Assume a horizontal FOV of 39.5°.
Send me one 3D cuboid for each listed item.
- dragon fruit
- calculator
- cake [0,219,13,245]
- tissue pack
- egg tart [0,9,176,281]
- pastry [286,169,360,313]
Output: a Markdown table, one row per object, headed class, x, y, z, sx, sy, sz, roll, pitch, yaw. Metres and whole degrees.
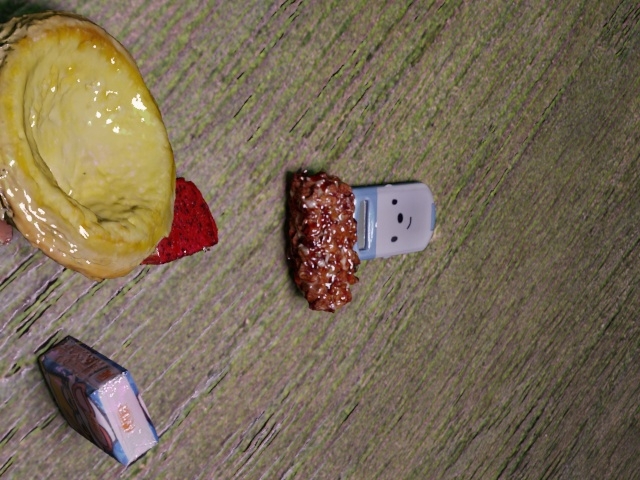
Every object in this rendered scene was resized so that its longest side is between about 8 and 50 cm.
| class | x | y | z | sx | sy | sz | roll | pitch | yaw |
| --- | --- | --- | --- | --- | --- | --- | --- | --- | --- |
| dragon fruit | -0.206 | -0.027 | 1.167 | 0.162 | 0.083 | 0.106 | -24 | 106 | -62 |
| calculator | 0.105 | -0.032 | 1.447 | 0.210 | 0.039 | 0.121 | -7 | 102 | -38 |
| cake | -0.410 | -0.099 | 1.004 | 0.109 | 0.090 | 0.225 | 5 | 77 | -40 |
| tissue pack | -0.276 | 0.195 | 1.100 | 0.065 | 0.155 | 0.115 | -33 | 120 | -29 |
| egg tart | -0.284 | -0.101 | 1.000 | 0.315 | 0.120 | 0.315 | 35 | 49 | -55 |
| pastry | 0.002 | 0.000 | 1.328 | 0.115 | 0.097 | 0.208 | -11 | 104 | -27 |
